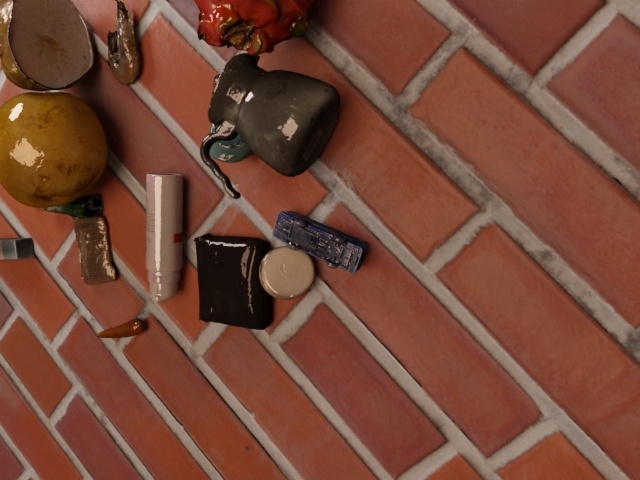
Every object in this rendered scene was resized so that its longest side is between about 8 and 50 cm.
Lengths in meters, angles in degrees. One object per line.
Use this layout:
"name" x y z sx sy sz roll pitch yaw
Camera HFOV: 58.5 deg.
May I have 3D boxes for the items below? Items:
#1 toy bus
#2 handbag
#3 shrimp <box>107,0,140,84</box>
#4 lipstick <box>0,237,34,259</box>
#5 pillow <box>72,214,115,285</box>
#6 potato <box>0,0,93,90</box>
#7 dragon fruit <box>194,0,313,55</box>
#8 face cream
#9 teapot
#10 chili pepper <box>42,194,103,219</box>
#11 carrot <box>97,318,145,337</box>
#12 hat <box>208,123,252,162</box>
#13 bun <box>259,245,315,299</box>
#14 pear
"toy bus" 0.002 -0.003 1.366 0.237 0.094 0.079 24 114 21
"handbag" -0.236 0.109 1.501 0.223 0.080 0.246 3 99 25
"shrimp" -0.548 -0.540 1.566 0.126 0.048 0.223 2 100 35
"lipstick" -1.084 0.028 1.886 0.318 0.066 0.068 -1 98 25
"pillow" -0.683 0.028 1.720 0.135 0.034 0.211 -10 92 27
"potato" -0.780 -0.527 1.570 0.196 0.247 0.299 -13 73 40
"dragon fruit" -0.159 -0.524 1.249 0.306 0.305 0.225 23 107 20
"face cream" -0.425 -0.009 1.558 0.102 0.102 0.345 8 102 24
"teapot" -0.138 -0.269 1.310 0.285 0.223 0.305 32 121 9
"chili pepper" -0.760 -0.099 1.715 0.227 0.088 0.059 2 125 28
"carrot" -0.605 0.273 1.720 0.216 0.048 0.048 -17 91 31
"hat" -0.208 -0.280 1.433 0.138 0.078 0.190 25 89 11
"bun" -0.082 0.083 1.423 0.138 0.094 0.138 0 78 -1
"pear" -0.735 -0.249 1.556 0.315 0.314 0.314 4 100 24
